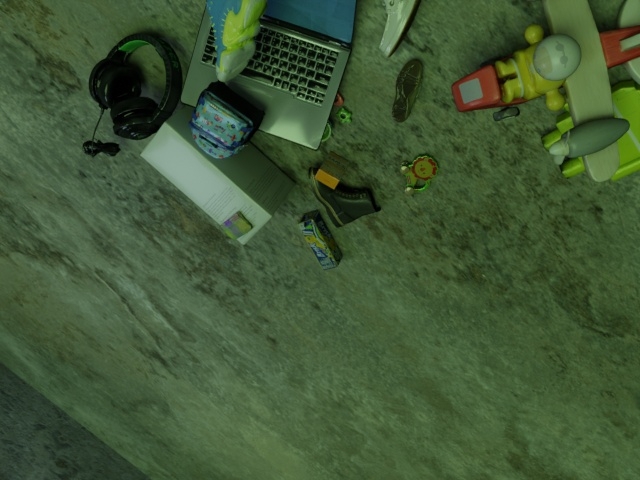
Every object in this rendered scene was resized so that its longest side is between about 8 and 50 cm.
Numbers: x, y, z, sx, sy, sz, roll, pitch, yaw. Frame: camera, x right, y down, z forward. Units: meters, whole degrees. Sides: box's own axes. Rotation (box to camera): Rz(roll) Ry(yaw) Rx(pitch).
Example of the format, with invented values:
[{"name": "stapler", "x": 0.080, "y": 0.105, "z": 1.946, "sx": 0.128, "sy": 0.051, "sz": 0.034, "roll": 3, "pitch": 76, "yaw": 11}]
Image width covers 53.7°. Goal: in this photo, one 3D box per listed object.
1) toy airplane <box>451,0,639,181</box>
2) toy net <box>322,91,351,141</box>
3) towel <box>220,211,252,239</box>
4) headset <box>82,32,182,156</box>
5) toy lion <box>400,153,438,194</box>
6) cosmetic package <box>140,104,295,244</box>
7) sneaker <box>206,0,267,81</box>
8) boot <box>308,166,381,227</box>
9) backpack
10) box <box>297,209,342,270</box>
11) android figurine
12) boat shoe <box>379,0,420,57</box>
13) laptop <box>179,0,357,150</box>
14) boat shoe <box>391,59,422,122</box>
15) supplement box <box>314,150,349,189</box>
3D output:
[{"name": "toy airplane", "x": 0.502, "y": -0.359, "z": 1.265, "sx": 0.386, "sy": 0.272, "sz": 0.384, "roll": 33, "pitch": 109, "yaw": 14}, {"name": "toy net", "x": -0.025, "y": -0.368, "z": 1.599, "sx": 0.122, "sy": 0.045, "sz": 0.232, "roll": -25, "pitch": 111, "yaw": 33}, {"name": "towel", "x": -0.223, "y": -0.037, "z": 1.676, "sx": 0.060, "sy": 0.009, "sz": 0.083, "roll": 46, "pitch": 129, "yaw": -15}, {"name": "headset", "x": -0.509, "y": -0.368, "z": 1.710, "sx": 0.394, "sy": 0.185, "sz": 0.243, "roll": -41, "pitch": 74, "yaw": 22}, {"name": "toy lion", "x": 0.259, "y": -0.173, "z": 1.638, "sx": 0.096, "sy": 0.034, "sz": 0.100, "roll": -8, "pitch": 120, "yaw": 16}, {"name": "cosmetic package", "x": -0.271, "y": -0.193, "z": 1.714, "sx": 0.365, "sy": 0.197, "sz": 0.155, "roll": 42, "pitch": 128, "yaw": -8}, {"name": "sneaker", "x": -0.202, "y": -0.476, "z": 1.408, "sx": 0.126, "sy": 0.091, "sz": 0.240, "roll": 44, "pitch": 132, "yaw": 10}, {"name": "boot", "x": 0.065, "y": -0.136, "z": 1.714, "sx": 0.137, "sy": 0.077, "sz": 0.198, "roll": -18, "pitch": 128, "yaw": 24}, {"name": "backpack", "x": -0.245, "y": -0.275, "z": 1.538, "sx": 0.158, "sy": 0.117, "sz": 0.173, "roll": 36, "pitch": 127, "yaw": -8}, {"name": "box", "x": 0.000, "y": 0.000, "z": 1.829, "sx": 0.054, "sy": 0.059, "sz": 0.169, "roll": -16, "pitch": 116, "yaw": 27}, {"name": "android figurine", "x": 0.651, "y": -0.250, "z": 1.423, "sx": 0.273, "sy": 0.056, "sz": 0.248, "roll": -32, "pitch": 107, "yaw": 34}, {"name": "boat shoe", "x": 0.175, "y": -0.544, "z": 1.380, "sx": 0.096, "sy": 0.098, "sz": 0.277, "roll": 24, "pitch": 118, "yaw": 4}, {"name": "laptop", "x": -0.137, "y": -0.458, "z": 1.448, "sx": 0.382, "sy": 0.236, "sz": 0.408, "roll": 21, "pitch": 102, "yaw": 7}, {"name": "boat shoe", "x": 0.212, "y": -0.361, "z": 1.523, "sx": 0.056, "sy": 0.048, "sz": 0.153, "roll": 22, "pitch": 121, "yaw": 21}, {"name": "supplement box", "x": 0.031, "y": -0.186, "z": 1.667, "sx": 0.062, "sy": 0.098, "sz": 0.036, "roll": 29, "pitch": 131, "yaw": -2}]
